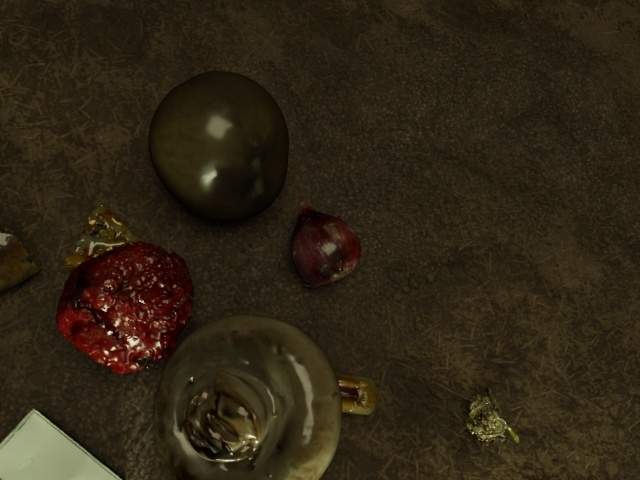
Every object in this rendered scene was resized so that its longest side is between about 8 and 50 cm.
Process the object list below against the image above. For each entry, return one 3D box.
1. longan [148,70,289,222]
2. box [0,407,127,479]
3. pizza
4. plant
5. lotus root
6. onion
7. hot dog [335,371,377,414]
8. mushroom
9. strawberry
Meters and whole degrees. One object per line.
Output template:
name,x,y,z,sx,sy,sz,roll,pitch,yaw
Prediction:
longan,-0.213,-0.197,1.338,0.319,0.319,0.318,4,69,-10
box,-0.486,0.435,1.155,0.225,0.086,0.129,38,66,4
pizza,-0.456,-0.012,1.357,0.185,0.036,0.176,-1,70,-13
plant,0.383,0.387,1.350,0.122,0.104,0.116,24,56,-9
lotus root,-0.692,0.002,1.261,0.235,0.138,0.119,39,57,10
onion,0.000,0.000,1.386,0.160,0.159,0.194,-20,72,-18
hot dog,0.007,0.314,1.313,0.243,0.073,0.084,11,73,-7
mushroom,-0.142,0.313,1.137,0.363,0.294,0.362,-2,82,15
strawberry,-0.379,0.112,1.206,0.274,0.220,0.274,-1,55,2
